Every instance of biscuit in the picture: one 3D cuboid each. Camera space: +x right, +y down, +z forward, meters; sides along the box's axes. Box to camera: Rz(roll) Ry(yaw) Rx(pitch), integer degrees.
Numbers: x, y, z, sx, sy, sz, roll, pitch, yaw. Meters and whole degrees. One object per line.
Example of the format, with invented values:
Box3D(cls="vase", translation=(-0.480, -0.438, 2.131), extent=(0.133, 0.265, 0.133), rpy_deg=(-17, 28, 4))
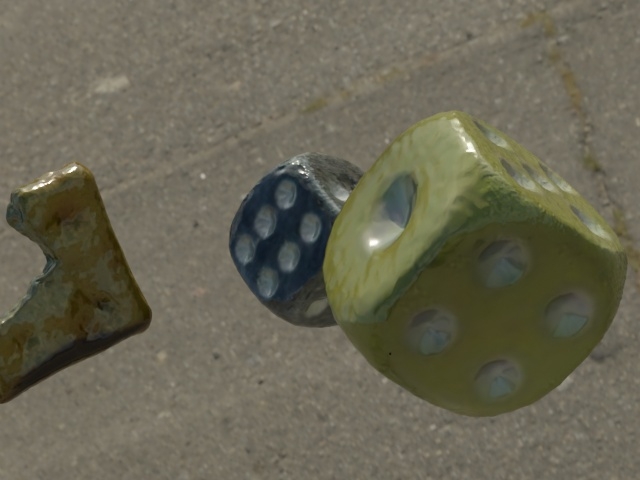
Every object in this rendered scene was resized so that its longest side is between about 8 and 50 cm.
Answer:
Box3D(cls="biscuit", translation=(-0.251, 0.034, 1.030), extent=(0.174, 0.183, 0.039), rpy_deg=(-23, 9, -33))

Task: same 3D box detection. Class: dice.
Box3D(cls="dice", translation=(0.000, 0.000, 1.530), extent=(0.182, 0.183, 0.181), rpy_deg=(-51, 58, 24))
Box3D(cls="dice", translation=(0.158, 0.026, 1.183), extent=(0.238, 0.233, 0.226), rpy_deg=(-52, 25, 20))
